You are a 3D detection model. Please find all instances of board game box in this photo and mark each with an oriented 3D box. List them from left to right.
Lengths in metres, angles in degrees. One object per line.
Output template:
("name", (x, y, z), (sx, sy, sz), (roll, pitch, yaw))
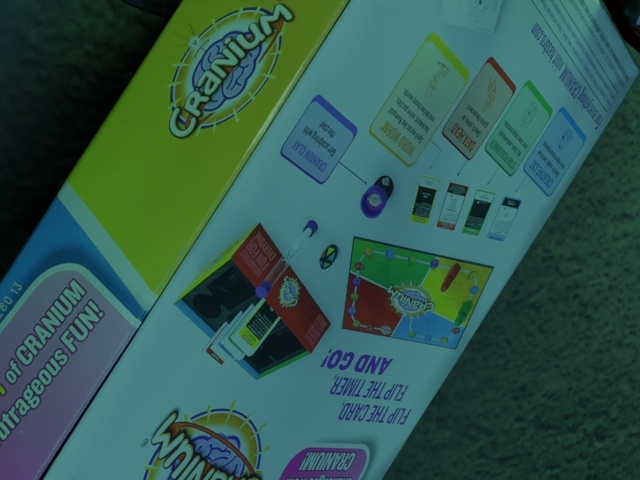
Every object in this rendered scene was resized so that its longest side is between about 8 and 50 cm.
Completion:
("board game box", (0.000, 0.000, 0.530), (0.317, 0.064, 0.242), (-57, 148, -1))

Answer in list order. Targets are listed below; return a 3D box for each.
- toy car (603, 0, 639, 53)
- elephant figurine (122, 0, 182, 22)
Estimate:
("toy car", (0.121, -0.139, 0.494), (0.053, 0.225, 0.239), (-42, 118, 8))
("elephant figurine", (-0.091, -0.172, 0.429), (0.239, 0.186, 0.169), (-7, 80, -38))
